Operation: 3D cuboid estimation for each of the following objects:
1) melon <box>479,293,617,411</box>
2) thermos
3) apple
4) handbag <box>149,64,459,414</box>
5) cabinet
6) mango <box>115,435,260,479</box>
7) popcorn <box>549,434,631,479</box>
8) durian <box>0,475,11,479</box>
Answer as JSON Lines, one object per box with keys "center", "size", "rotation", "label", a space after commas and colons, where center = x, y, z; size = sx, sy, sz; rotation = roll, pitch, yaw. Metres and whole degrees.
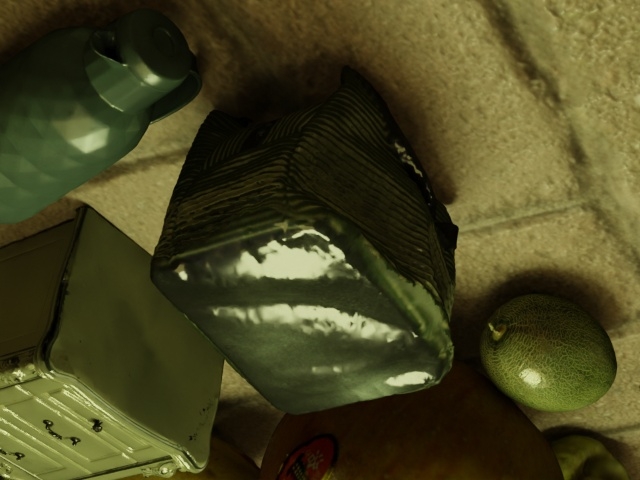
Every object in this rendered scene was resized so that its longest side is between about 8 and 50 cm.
{"center": [0.268, 0.134, 1.473], "size": [0.192, 0.139, 0.139], "rotation": [24, 141, -29], "label": "melon"}
{"center": [-0.237, -0.129, 1.221], "size": [0.286, 0.145, 0.182], "rotation": [-25, 165, 34], "label": "thermos"}
{"center": [0.123, 0.317, 1.553], "size": [0.400, 0.333, 0.400], "rotation": [36, 178, 1], "label": "apple"}
{"center": [0.000, 0.000, 1.260], "size": [0.247, 0.240, 0.340], "rotation": [-15, 137, 25], "label": "handbag"}
{"center": [-0.334, 0.163, 1.543], "size": [0.318, 0.227, 0.290], "rotation": [-19, 137, 30], "label": "cabinet"}
{"center": [-0.171, 0.390, 1.792], "size": [0.365, 0.182, 0.253], "rotation": [6, 144, 50], "label": "mango"}
{"center": [0.340, 0.468, 1.791], "size": [0.293, 0.292, 0.334], "rotation": [-5, 149, 2], "label": "popcorn"}
{"center": [-0.523, 0.437, 1.965], "size": [0.237, 0.200, 0.176], "rotation": [-31, 104, 24], "label": "durian"}
